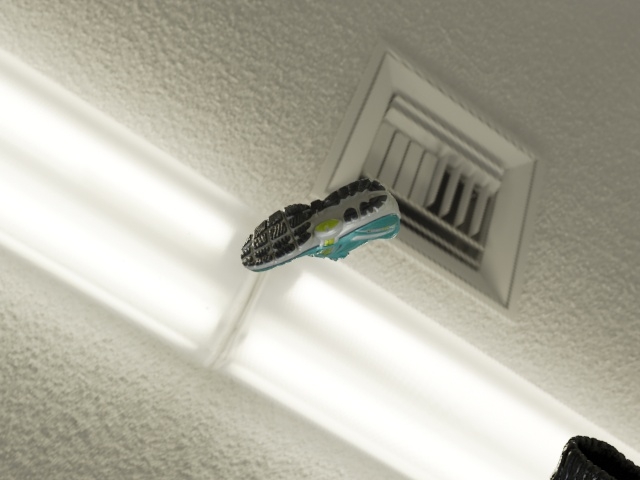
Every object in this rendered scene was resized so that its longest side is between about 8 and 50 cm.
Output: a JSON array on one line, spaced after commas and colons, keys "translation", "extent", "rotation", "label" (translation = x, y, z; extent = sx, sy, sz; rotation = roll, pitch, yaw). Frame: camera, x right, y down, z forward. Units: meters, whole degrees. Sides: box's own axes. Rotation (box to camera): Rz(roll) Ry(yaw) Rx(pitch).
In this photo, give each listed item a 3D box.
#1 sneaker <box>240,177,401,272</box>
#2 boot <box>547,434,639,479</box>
[{"translation": [0.000, 0.000, 1.263], "extent": [0.107, 0.275, 0.110], "rotation": [-95, -19, -43], "label": "sneaker"}, {"translation": [0.586, 0.556, 1.511], "extent": [0.348, 0.260, 0.131], "rotation": [26, -157, 3], "label": "boot"}]
